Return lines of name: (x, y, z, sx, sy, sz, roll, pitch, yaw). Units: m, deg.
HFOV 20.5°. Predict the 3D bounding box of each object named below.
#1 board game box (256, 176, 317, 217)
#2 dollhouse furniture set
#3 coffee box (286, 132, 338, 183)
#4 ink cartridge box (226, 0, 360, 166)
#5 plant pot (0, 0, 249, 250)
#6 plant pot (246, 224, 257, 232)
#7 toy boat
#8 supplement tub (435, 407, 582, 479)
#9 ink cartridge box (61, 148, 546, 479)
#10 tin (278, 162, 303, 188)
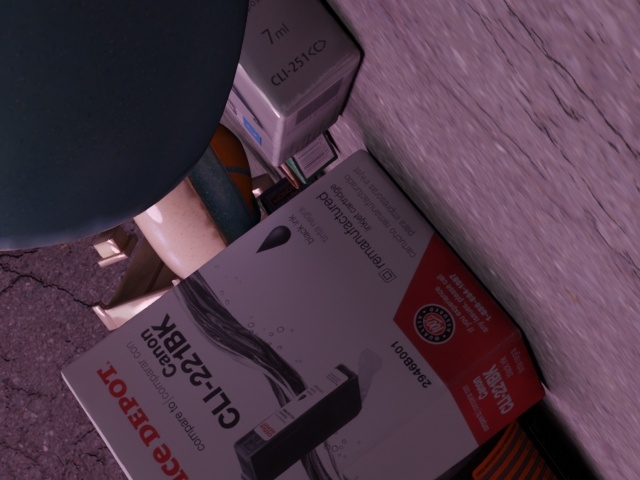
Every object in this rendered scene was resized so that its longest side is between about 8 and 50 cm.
board game box: (0.000, 0.000, 1.847, 0.194, 0.060, 0.194, 56, 176, -21)
dollhouse furniture set: (-0.147, 0.094, 2.203, 0.174, 0.356, 0.303, 56, -146, -25)
coffee box: (-0.052, -0.131, 1.381, 0.113, 0.040, 0.184, 51, 176, 33)
ink cartridge box: (-0.082, -0.178, 1.125, 0.261, 0.066, 0.296, 52, 176, 1)
plant pot: (-0.151, -0.169, 0.797, 0.290, 0.290, 0.195, 52, 140, 19)
plant pot: (-0.011, 0.113, 1.698, 0.237, 0.237, 0.254, -133, 39, -63)
toy boat: (-0.149, -0.113, 1.742, 0.318, 0.148, 0.267, 59, 178, 14)
supplement tub: (0.110, 0.228, 1.413, 0.338, 0.207, 0.207, 55, 176, -16)
ink cartridge box: (-0.014, 0.101, 1.241, 0.197, 0.273, 0.114, 51, 176, 31)
tin: (-0.062, -0.129, 1.587, 0.189, 0.040, 0.106, 55, 180, -23)
